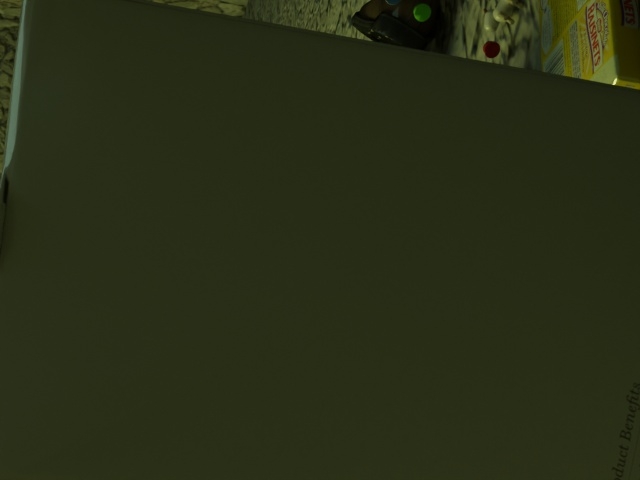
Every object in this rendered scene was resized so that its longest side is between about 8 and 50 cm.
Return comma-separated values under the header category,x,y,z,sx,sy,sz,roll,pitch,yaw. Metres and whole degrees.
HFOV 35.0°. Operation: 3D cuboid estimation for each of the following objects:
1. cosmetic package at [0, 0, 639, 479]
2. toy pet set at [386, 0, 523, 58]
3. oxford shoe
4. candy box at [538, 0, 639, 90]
category,x,y,z,sx,sy,sz,roll,pitch,yaw
cosmetic package,0.040,0.014,0.479,0.155,0.365,0.197,-157,76,-78
toy pet set,0.123,-0.239,0.888,0.114,0.122,0.065,-59,26,16
oxford shoe,0.096,-0.264,1.170,0.096,0.082,0.227,-60,15,6
candy box,0.190,-0.175,0.731,0.105,0.027,0.206,127,149,-63
